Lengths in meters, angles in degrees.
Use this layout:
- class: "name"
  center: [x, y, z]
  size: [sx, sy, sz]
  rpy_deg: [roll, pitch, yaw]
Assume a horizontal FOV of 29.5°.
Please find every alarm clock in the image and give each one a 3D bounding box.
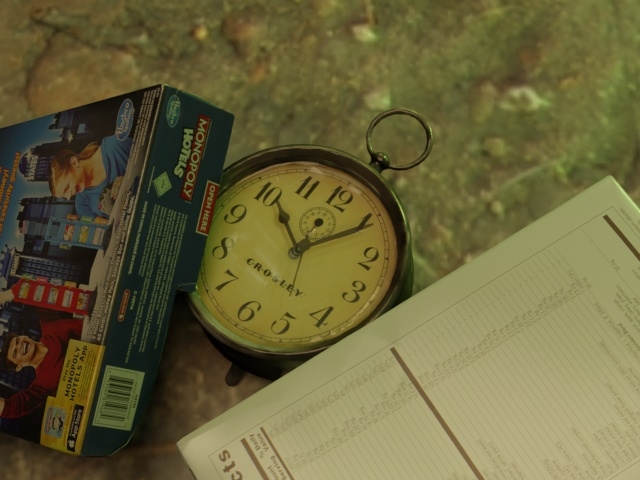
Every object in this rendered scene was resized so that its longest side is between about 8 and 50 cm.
- class: "alarm clock"
  center: [0.000, 0.000, 0.691]
  size: [0.129, 0.064, 0.192]
  rpy_deg: [34, 77, 20]

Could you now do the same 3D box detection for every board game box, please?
- class: "board game box"
  center: [-0.157, 0.009, 0.687]
  size: [0.194, 0.060, 0.194]
  rpy_deg: [8, 82, 39]

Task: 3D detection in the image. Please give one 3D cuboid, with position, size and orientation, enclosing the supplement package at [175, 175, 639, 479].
- class: "supplement package"
  center: [0.076, 0.105, 0.593]
  size: [0.244, 0.134, 0.139]
  rpy_deg: [-30, 65, -7]
